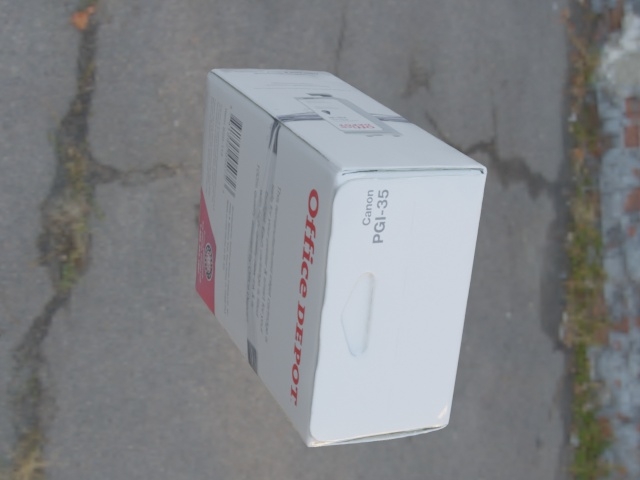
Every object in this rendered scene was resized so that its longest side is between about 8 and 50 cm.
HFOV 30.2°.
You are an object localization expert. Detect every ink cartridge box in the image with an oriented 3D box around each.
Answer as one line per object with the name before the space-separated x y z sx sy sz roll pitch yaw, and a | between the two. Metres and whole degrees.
ink cartridge box | 0.000 0.000 0.913 0.117 0.283 0.207 -3 112 -23
